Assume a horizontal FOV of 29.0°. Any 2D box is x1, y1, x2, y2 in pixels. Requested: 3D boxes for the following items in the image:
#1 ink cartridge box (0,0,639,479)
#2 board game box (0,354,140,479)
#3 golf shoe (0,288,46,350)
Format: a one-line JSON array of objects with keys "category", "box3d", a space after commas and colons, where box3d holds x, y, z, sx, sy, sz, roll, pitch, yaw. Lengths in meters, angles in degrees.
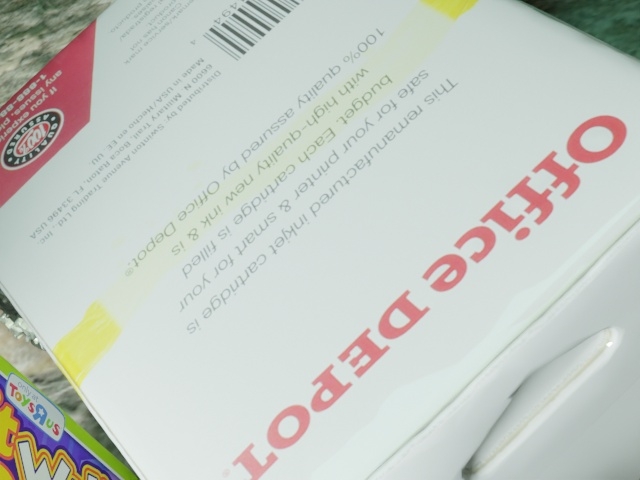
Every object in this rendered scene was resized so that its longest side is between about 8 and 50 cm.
[{"category": "ink cartridge box", "box3d": [0.000, 0.000, 0.649, 0.279, 0.160, 0.384, -43, 44, -5]}, {"category": "board game box", "box3d": [-0.222, 0.135, 0.569, 0.078, 0.347, 0.233, -20, 41, 22]}, {"category": "golf shoe", "box3d": [-0.233, -0.014, 0.943, 0.120, 0.105, 0.273, -38, 37, -12]}]
